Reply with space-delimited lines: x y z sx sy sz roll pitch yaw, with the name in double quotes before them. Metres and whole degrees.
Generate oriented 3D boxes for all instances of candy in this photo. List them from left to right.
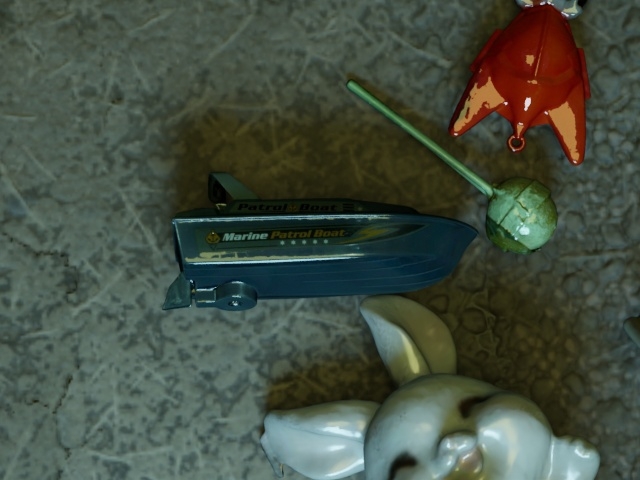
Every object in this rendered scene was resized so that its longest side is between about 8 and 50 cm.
"candy" 0.100 -0.063 1.558 0.202 0.061 0.061 37 88 6

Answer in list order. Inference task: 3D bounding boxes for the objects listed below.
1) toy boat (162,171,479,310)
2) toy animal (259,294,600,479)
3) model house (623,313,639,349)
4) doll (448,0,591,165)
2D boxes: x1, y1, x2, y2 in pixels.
"toy boat" 0.000 0.000 1.527 0.246 0.093 0.103 -2 68 -2
"toy animal" 0.102 0.201 1.487 0.208 0.154 0.325 -49 56 3
"model house" 0.344 0.077 1.491 0.188 0.229 0.122 -20 130 -15
"doll" 0.170 -0.151 1.550 0.109 0.057 0.169 13 90 -2
